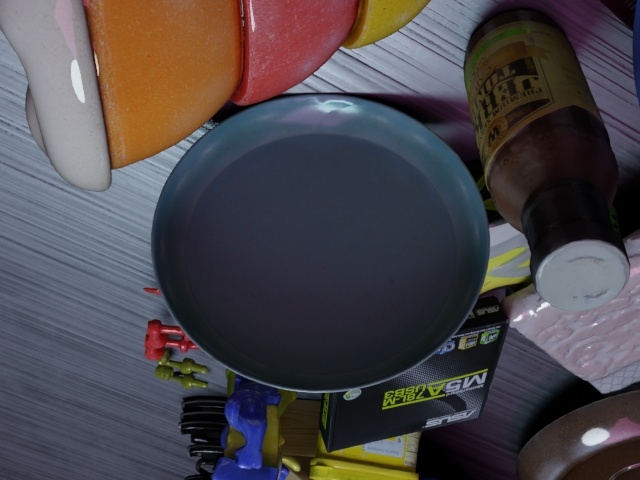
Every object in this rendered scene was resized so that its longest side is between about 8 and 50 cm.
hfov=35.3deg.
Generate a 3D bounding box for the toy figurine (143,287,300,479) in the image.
[{"bbox_3d":[-0.106,0.210,1.084,0.191,0.217,0.362,6,156,-6],"label":"toy figurine"}]

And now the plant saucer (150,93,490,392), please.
[{"bbox_3d":[0.000,0.000,0.960,0.318,0.317,0.043,-1,153,0],"label":"plant saucer"}]

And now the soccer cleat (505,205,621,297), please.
[{"bbox_3d":[0.265,0.029,1.119,0.060,0.072,0.179,22,125,-18],"label":"soccer cleat"}]

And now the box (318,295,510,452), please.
[{"bbox_3d":[0.096,0.147,1.086,0.191,0.045,0.184,-10,137,-14],"label":"box"}]

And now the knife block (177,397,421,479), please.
[{"bbox_3d":[-0.037,0.256,1.305,0.276,0.242,0.088,-29,143,-37],"label":"knife block"}]

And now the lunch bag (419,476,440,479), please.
[{"bbox_3d":[0.077,0.468,1.314,0.328,0.239,0.385,-28,153,20],"label":"lunch bag"}]

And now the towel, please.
[{"bbox_3d":[0.408,0.063,1.106,0.332,0.053,0.317,-30,141,21],"label":"towel"}]

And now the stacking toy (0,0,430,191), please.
[{"bbox_3d":[-0.012,-0.244,0.791,0.480,0.350,0.350,-11,130,-12],"label":"stacking toy"}]

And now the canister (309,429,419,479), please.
[{"bbox_3d":[0.061,0.206,1.195,0.126,0.170,0.073,11,164,-8],"label":"canister"}]

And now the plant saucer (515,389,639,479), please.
[{"bbox_3d":[0.413,0.291,1.311,0.311,0.050,0.310,-4,139,-3],"label":"plant saucer"}]

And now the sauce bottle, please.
[{"bbox_3d":[0.191,-0.080,0.858,0.111,0.344,0.111,0,126,0],"label":"sauce bottle"}]

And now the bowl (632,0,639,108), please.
[{"bbox_3d":[0.438,-0.180,0.850,0.391,0.077,0.391,-5,106,-18],"label":"bowl"}]

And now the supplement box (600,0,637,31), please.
[{"bbox_3d":[0.353,-0.225,0.915,0.239,0.073,0.130,34,121,-24],"label":"supplement box"}]

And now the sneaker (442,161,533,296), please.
[{"bbox_3d":[0.061,0.036,1.078,0.385,0.145,0.147,-11,128,9],"label":"sneaker"}]
